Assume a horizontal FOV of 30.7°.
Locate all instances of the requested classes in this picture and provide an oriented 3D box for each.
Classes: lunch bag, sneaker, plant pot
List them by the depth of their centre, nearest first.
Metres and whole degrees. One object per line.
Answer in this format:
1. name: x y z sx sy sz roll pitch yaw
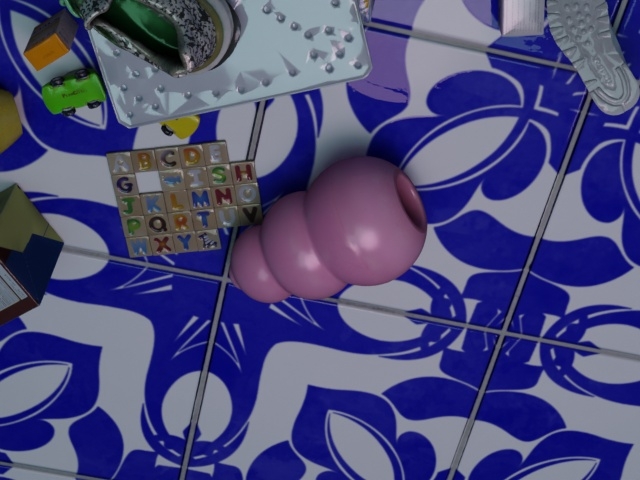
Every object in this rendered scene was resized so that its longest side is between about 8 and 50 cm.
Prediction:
1. sneaker: -0.299 -0.350 1.547 0.410 0.182 0.158 31 114 -8
2. lunch bag: 0.055 -0.370 1.706 0.053 0.071 0.083 6 122 1
3. sneaker: 0.401 -0.299 1.742 0.090 0.095 0.235 -20 98 17
4. plant pot: -0.516 -0.185 1.798 0.095 0.134 0.134 -16 122 -19

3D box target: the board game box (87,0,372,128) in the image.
1. board game box: -0.155 -0.382 1.646 0.389 0.050 0.390 -11 114 11

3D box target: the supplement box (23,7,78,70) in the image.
1. supplement box: -0.401 -0.300 1.734 0.062 0.098 0.036 -29 119 15

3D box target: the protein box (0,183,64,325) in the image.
1. protein box: -0.551 0.047 1.878 0.201 0.200 0.136 -27 116 15

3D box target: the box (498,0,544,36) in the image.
1. box: 0.289 -0.454 1.659 0.067 0.063 0.324 -3 120 4

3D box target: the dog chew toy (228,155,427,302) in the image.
1. dog chew toy: 0.000 0.000 1.857 0.331 0.207 0.207 -24 118 23

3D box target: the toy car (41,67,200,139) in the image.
1. toy car: -0.318 -0.251 1.789 0.225 0.053 0.239 -13 118 9

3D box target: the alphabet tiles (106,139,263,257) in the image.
1. alphabet tiles: -0.218 -0.067 1.920 0.237 0.009 0.198 -5 120 4
